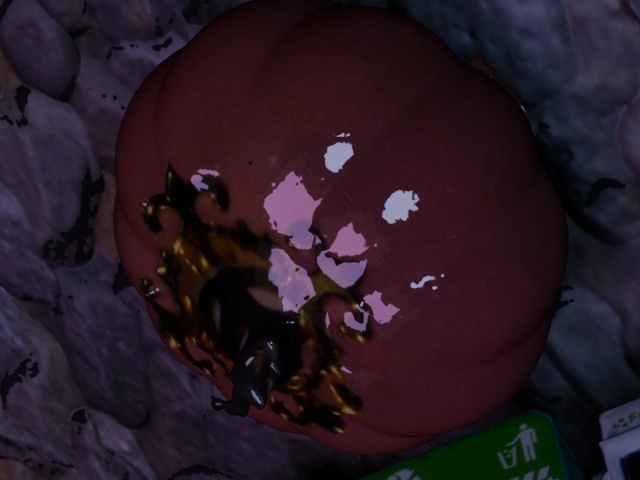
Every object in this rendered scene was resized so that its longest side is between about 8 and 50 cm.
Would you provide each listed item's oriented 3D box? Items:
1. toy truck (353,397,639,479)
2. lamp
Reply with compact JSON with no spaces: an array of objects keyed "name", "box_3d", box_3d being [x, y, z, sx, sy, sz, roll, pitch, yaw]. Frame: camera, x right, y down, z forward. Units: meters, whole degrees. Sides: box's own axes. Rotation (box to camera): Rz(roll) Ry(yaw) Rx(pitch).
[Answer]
[{"name":"toy truck","box_3d":[0.069,0.138,0.689,0.253,0.124,0.114,-24,132,12]},{"name":"lamp","box_3d":[0.000,0.000,0.704,0.182,0.140,0.182,24,134,28]}]
